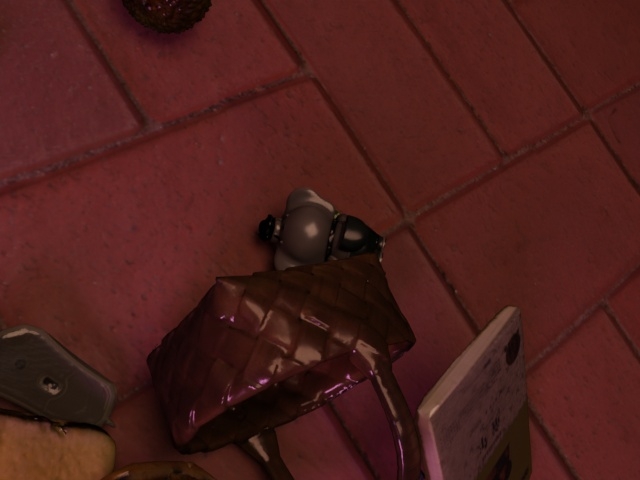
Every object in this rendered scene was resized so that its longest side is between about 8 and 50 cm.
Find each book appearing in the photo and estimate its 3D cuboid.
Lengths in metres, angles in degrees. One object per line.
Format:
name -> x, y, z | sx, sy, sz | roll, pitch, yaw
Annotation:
book -> 0.232, 0.290, 0.984 | 0.239, 0.035, 0.352 | -39, 128, -35

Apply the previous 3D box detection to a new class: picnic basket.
picnic basket -> -0.009, 0.208, 0.847 | 0.337, 0.293, 0.337 | 21, 46, -24

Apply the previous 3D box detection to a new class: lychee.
lychee -> -0.236, -0.408, 1.098 | 0.171, 0.171, 0.171 | 12, 63, -24

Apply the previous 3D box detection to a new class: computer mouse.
computer mouse -> -0.320, 0.171, 0.838 | 0.182, 0.056, 0.089 | 42, 77, -20

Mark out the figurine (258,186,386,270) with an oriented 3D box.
figurine -> 0.000, 0.000, 1.062 | 0.192, 0.126, 0.147 | 15, 70, -5

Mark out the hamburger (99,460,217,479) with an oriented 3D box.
hamburger -> -0.141, 0.361, 0.783 | 0.157, 0.144, 0.283 | -33, 113, -34

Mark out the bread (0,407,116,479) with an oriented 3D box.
bread -> -0.319, 0.305, 0.696 | 0.236, 0.198, 0.263 | 17, 68, -29

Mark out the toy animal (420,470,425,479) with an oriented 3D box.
toy animal -> 0.231, 0.313, 1.081 | 0.253, 0.070, 0.079 | -25, 73, -31
